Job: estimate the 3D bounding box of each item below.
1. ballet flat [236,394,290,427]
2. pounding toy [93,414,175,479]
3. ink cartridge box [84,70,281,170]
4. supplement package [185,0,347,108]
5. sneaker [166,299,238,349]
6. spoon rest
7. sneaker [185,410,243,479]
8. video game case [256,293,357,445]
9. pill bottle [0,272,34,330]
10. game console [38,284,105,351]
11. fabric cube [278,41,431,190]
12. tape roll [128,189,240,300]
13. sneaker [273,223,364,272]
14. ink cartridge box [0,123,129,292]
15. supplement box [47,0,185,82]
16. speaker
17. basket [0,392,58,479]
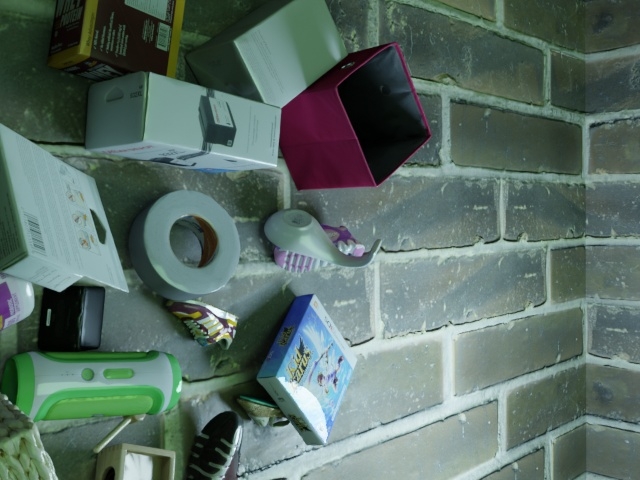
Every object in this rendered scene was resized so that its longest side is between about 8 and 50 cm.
[{"bbox_3d":[-0.115,0.404,1.622,0.206,0.073,0.067,18,86,-41],"label":"ballet flat"},{"bbox_3d":[-0.383,0.428,1.344,0.181,0.094,0.206,27,51,-42],"label":"pounding toy"},{"bbox_3d":[-0.265,-0.218,1.349,0.307,0.223,0.129,6,87,-45],"label":"ink cartridge box"},{"bbox_3d":[-0.112,-0.409,1.530,0.293,0.178,0.175,-46,121,-34],"label":"supplement package"},{"bbox_3d":[-0.253,0.180,1.478,0.185,0.070,0.083,26,68,-41],"label":"sneaker"},{"bbox_3d":[0.000,0.000,1.614,0.137,0.276,0.084,-56,160,-49],"label":"spoon rest"},{"bbox_3d":[-0.209,0.518,1.520,0.162,0.106,0.281,31,79,-47],"label":"sneaker"},{"bbox_3d":[-0.023,0.307,1.665,0.244,0.061,0.269,58,37,-28],"label":"video game case"},{"bbox_3d":[-0.611,0.110,1.048,0.301,0.169,0.169,-33,113,-40],"label":"pill bottle"},{"bbox_3d":[-0.466,0.145,1.305,0.107,0.071,0.122,5,86,-15],"label":"game console"},{"bbox_3d":[0.061,-0.290,1.651,0.254,0.258,0.259,-43,120,-35],"label":"fabric cube"},{"bbox_3d":[-0.274,0.010,1.412,0.219,0.072,0.219,14,67,-36],"label":"tape roll"},{"bbox_3d":[-0.013,0.011,1.707,0.236,0.095,0.104,-5,54,-28],"label":"sneaker"},{"bbox_3d":[-0.455,-0.039,1.177,0.275,0.060,0.239,65,12,28],"label":"ink cartridge box"},{"bbox_3d":[-0.379,-0.398,1.297,0.194,0.129,0.191,11,83,-45],"label":"supplement box"},{"bbox_3d":[-0.412,0.263,1.265,0.297,0.131,0.131,7,86,-38],"label":"speaker"},{"bbox_3d":[-0.530,0.407,1.002,0.266,0.328,0.331,-27,111,-33],"label":"basket"}]
